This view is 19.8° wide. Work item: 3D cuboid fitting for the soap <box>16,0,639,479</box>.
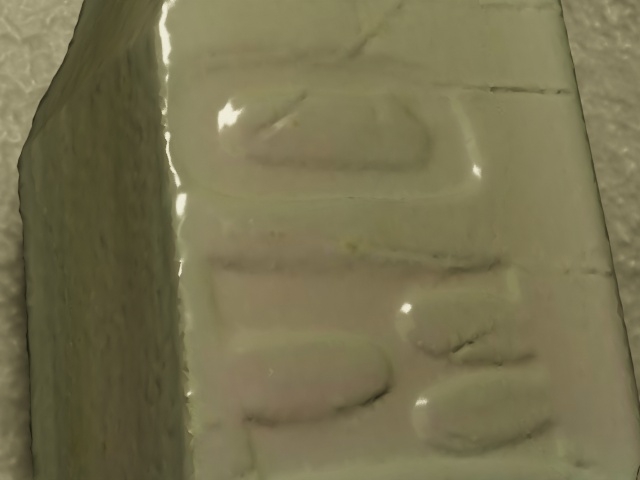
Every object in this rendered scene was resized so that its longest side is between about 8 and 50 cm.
[{"bbox_3d":[0.000,0.000,1.171,0.350,0.213,0.435,2,71,-26],"label":"soap"}]
